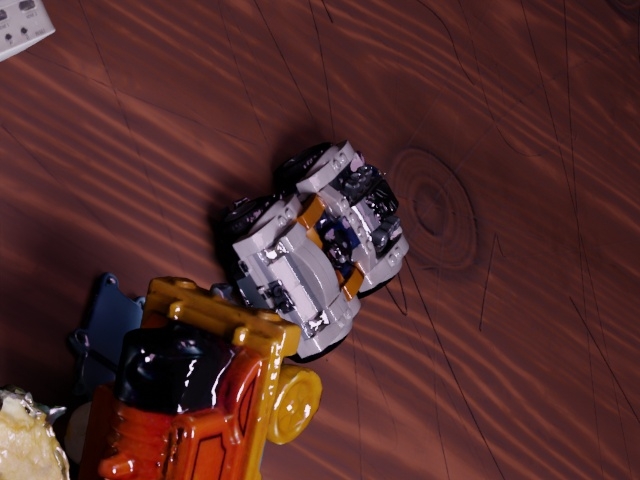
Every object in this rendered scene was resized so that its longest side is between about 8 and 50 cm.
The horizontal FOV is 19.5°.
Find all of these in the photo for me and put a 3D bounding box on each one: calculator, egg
[{"bbox_3d":[-0.213,0.104,1.874,0.094,0.019,0.141,40,49,-34],"label":"calculator"},{"bbox_3d":[-0.208,0.189,1.804,0.083,0.071,0.071,-2,76,-70],"label":"egg"}]

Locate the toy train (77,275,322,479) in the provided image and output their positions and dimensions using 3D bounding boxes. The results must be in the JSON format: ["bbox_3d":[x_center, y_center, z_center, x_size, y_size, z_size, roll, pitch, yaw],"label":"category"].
[{"bbox_3d":[-0.136,0.222,1.700,0.232,0.163,0.369,-11,116,-59],"label":"toy train"}]

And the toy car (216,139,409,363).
[{"bbox_3d":[0.002,-0.001,2.110,0.193,0.118,0.301,60,38,-11],"label":"toy car"}]

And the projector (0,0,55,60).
[{"bbox_3d":[-0.386,-0.119,1.556,0.257,0.259,0.079,-35,104,-51],"label":"projector"}]

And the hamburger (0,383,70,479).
[{"bbox_3d":[-0.323,0.263,1.560,0.309,0.132,0.211,-50,131,-41],"label":"hamburger"}]
